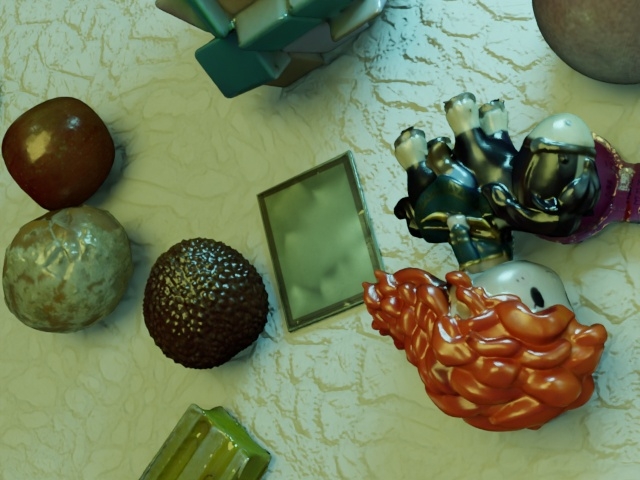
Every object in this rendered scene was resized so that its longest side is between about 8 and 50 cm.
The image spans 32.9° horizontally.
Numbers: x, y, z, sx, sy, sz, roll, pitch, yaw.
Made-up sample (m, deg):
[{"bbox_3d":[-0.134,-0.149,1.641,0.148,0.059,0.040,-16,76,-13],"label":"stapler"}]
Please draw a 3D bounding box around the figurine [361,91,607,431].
[{"bbox_3d":[0.210,0.021,1.318,0.306,0.241,0.412,5,83,28],"label":"figurine"}]

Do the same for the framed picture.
[{"bbox_3d":[0.000,0.000,1.580,0.173,0.010,0.231,-23,66,22],"label":"framed picture"}]

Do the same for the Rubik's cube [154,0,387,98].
[{"bbox_3d":[-0.077,-0.411,1.529,0.358,0.387,0.368,-30,51,30],"label":"Rubik's cube"}]

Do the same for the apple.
[{"bbox_3d":[-0.429,-0.140,1.770,0.168,0.181,0.181,-41,57,-15],"label":"apple"}]

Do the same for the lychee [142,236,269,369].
[{"bbox_3d":[-0.167,0.089,1.557,0.194,0.194,0.194,-8,72,27],"label":"lychee"}]

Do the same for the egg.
[{"bbox_3d":[-0.397,0.046,1.687,0.233,0.195,0.195,-35,61,31],"label":"egg"}]

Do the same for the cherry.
[{"bbox_3d":[0.362,-0.313,1.336,0.206,0.239,0.239,-38,61,12],"label":"cherry"}]

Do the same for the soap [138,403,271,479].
[{"bbox_3d":[-0.186,0.360,1.546,0.135,0.076,0.233,39,97,31],"label":"soap"}]

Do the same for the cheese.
[{"bbox_3d":[0.346,-0.067,1.375,0.244,0.062,0.155,7,81,29],"label":"cheese"}]
